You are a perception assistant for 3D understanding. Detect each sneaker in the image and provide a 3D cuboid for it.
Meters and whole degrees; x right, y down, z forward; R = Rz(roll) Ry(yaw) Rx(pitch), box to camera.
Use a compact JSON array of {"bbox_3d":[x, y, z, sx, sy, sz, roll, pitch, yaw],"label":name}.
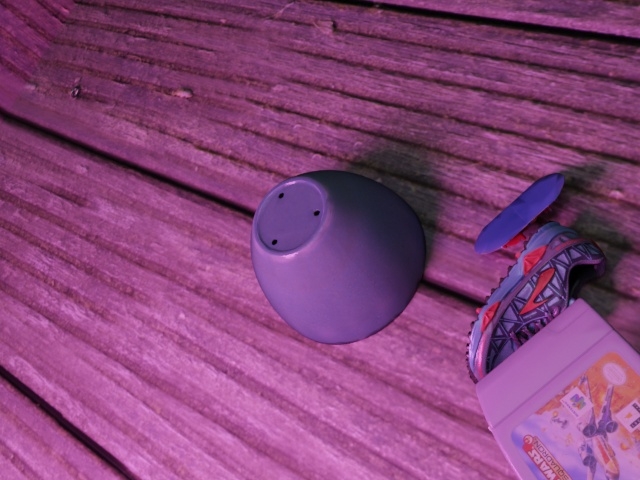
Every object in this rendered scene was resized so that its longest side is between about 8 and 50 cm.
[{"bbox_3d":[0.301,0.098,1.045,0.125,0.104,0.262,29,84,36],"label":"sneaker"}]

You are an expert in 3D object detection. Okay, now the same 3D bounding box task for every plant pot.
[{"bbox_3d":[0.000,0.000,1.220,0.290,0.195,0.290,-14,60,25],"label":"plant pot"}]

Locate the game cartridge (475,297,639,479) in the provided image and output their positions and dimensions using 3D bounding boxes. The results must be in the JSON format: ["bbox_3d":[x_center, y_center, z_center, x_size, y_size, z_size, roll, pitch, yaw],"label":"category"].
[{"bbox_3d":[0.316,0.228,0.839,0.198,0.062,0.297,-39,53,2],"label":"game cartridge"}]

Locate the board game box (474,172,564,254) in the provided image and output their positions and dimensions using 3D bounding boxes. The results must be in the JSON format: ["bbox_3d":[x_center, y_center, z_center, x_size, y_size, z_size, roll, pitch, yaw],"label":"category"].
[{"bbox_3d":[0.304,-0.029,1.121,0.168,0.033,0.133,-44,8,11],"label":"board game box"}]

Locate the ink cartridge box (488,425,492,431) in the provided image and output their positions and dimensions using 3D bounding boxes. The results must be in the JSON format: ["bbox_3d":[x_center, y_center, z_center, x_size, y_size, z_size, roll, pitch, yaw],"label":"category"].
[{"bbox_3d":[0.327,0.257,0.932,0.127,0.128,0.176,-48,53,2],"label":"ink cartridge box"}]
